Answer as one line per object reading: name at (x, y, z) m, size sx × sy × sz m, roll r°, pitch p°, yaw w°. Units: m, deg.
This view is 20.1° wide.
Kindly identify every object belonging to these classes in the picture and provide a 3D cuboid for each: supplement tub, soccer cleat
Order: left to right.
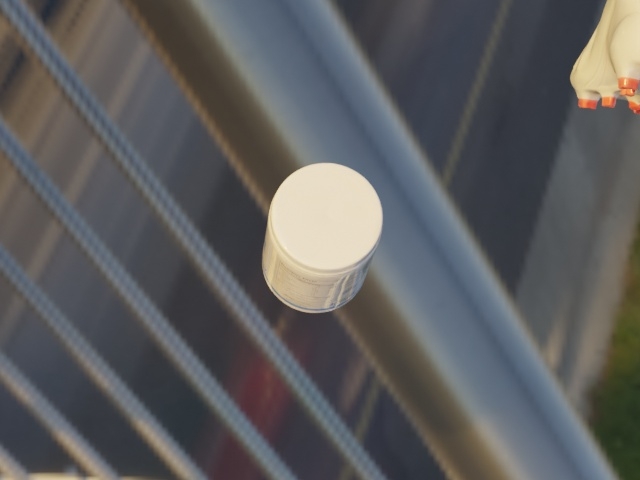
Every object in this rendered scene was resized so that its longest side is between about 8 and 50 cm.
supplement tub at (0.000, 0.000, 1.125) m, size 0.107 × 0.071 × 0.071 m, roll 105°, pitch -7°, yaw -72°
soccer cleat at (0.189, -0.116, 1.058) m, size 0.196 × 0.068 × 0.076 m, roll 63°, pitch 34°, yaw -88°
